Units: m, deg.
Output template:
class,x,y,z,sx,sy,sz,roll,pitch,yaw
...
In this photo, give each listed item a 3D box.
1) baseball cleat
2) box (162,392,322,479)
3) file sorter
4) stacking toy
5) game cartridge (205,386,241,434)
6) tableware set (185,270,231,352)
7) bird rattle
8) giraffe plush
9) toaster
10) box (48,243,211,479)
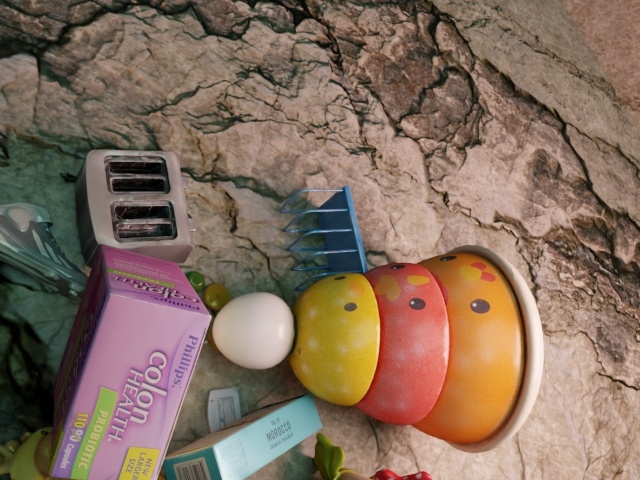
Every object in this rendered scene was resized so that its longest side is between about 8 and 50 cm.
class,x,y,z,sx,sy,sz,roll,pitch,yaw
baseball cleat,-0.402,0.012,0.837,0.206,0.072,0.109,34,51,-20
box,-0.104,0.292,0.824,0.244,0.101,0.060,-4,72,-60
file sorter,0.000,0.000,1.054,0.105,0.118,0.170,-4,73,-28
stacking toy,0.069,0.163,0.912,0.480,0.350,0.350,6,68,-22
game cartridge,-0.155,0.280,0.910,0.056,0.017,0.083,3,69,-34
tableware set,-0.181,0.124,0.954,0.154,0.024,0.104,39,53,-11
bird rattle,0.095,0.392,0.888,0.207,0.254,0.143,38,53,-42
giraffe plush,-0.323,0.311,0.731,0.210,0.181,0.170,-28,74,-1
toaster,-0.299,-0.049,0.898,0.186,0.110,0.167,-3,72,-31
box,-0.251,0.142,0.723,0.117,0.243,0.213,17,95,-27
